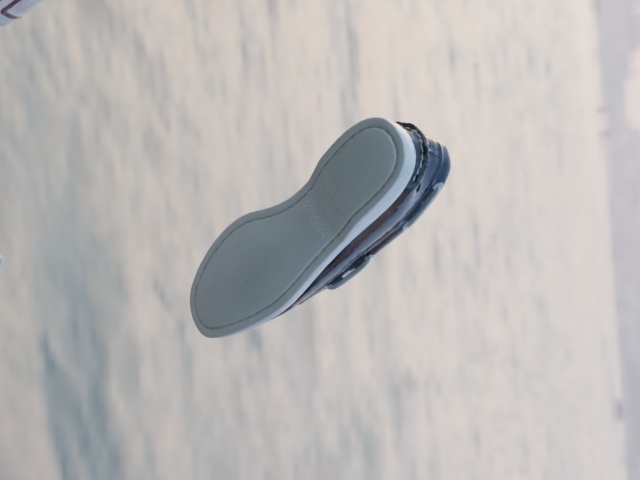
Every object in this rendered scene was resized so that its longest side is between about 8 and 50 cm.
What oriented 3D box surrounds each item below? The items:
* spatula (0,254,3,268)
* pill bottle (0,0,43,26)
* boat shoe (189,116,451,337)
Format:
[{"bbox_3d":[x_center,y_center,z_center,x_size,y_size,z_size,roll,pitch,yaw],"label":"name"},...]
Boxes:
[{"bbox_3d":[-0.437,0.083,1.885,0.019,0.242,0.168,60,31,-41],"label":"spatula"},{"bbox_3d":[-0.304,-0.287,1.881,0.121,0.221,0.121,51,17,-23],"label":"pill bottle"},{"bbox_3d":[0.000,0.000,1.799,0.091,0.302,0.114,11,51,-48],"label":"boat shoe"}]
